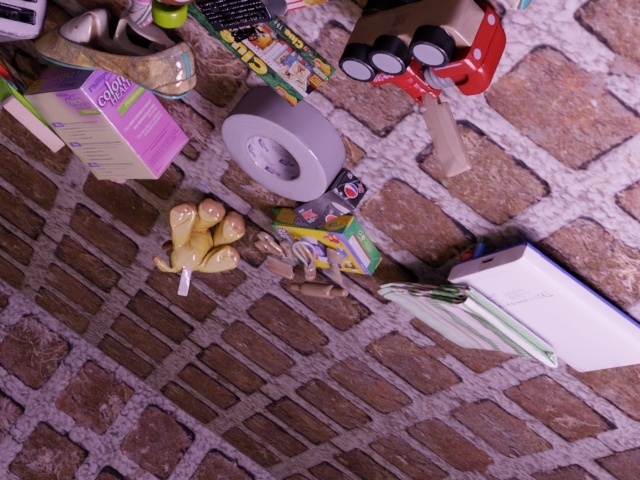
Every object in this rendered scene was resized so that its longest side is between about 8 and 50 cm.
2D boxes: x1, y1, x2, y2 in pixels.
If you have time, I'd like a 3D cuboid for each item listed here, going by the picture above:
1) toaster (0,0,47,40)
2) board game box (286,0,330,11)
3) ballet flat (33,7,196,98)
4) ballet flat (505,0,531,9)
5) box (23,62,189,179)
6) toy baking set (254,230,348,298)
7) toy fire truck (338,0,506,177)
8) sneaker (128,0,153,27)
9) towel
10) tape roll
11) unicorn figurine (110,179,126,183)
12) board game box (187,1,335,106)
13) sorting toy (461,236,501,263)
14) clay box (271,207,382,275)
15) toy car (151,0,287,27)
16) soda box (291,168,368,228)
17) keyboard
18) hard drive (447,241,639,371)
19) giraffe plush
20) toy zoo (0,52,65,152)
[{"bbox_3d":[-0.605,-0.432,2.034,0.146,0.129,0.227,5,-179,34],"label":"toaster"},{"bbox_3d":[-0.066,-0.405,1.635,0.193,0.045,0.147,-1,137,49],"label":"board game box"},{"bbox_3d":[-0.369,-0.353,2.003,0.349,0.123,0.123,21,150,25],"label":"ballet flat"},{"bbox_3d":[0.251,-0.345,1.375,0.052,0.057,0.168,39,154,11],"label":"ballet flat"},{"bbox_3d":[-0.422,-0.244,2.216,0.214,0.117,0.243,2,140,47],"label":"box"},{"bbox_3d":[-0.034,0.056,2.257,0.256,0.030,0.197,8,149,42],"label":"toy baking set"},{"bbox_3d":[0.173,-0.223,1.580,0.246,0.158,0.217,38,155,-33],"label":"toy fire truck"},{"bbox_3d":[-0.264,-0.435,1.762,0.111,0.103,0.252,40,146,-2],"label":"sneaker"},{"bbox_3d":[0.270,0.152,2.083,0.248,0.038,0.325,34,166,-21],"label":"towel"},{"bbox_3d":[-0.067,-0.169,1.993,0.219,0.072,0.219,27,153,15],"label":"tape roll"},{"bbox_3d":[-0.453,-0.169,2.449,0.111,0.060,0.162,29,169,9],"label":"unicorn figurine"},{"bbox_3d":[-0.106,-0.331,1.821,0.260,0.030,0.136,40,154,-12],"label":"board game box"},{"bbox_3d":[0.290,0.023,1.952,0.102,0.042,0.061,-2,149,39],"label":"sorting toy"},{"bbox_3d":[0.000,0.000,2.214,0.222,0.053,0.127,6,144,42],"label":"clay box"},{"bbox_3d":[-0.133,-0.375,1.572,0.188,0.149,0.155,18,140,9],"label":"toy car"},{"bbox_3d":[0.016,-0.075,2.075,0.060,0.053,0.169,42,153,-14],"label":"soda box"},{"bbox_3d":[-0.133,-0.342,1.728,0.100,0.038,0.192,49,160,-25],"label":"keyboard"},{"bbox_3d":[0.402,0.121,1.932,0.319,0.040,0.210,34,154,-18],"label":"hard drive"},{"bbox_3d":[-0.265,0.001,2.421,0.181,0.210,0.170,28,-172,-12],"label":"giraffe plush"},{"bbox_3d":[-0.634,-0.323,2.270,0.293,0.030,0.192,52,180,30],"label":"toy zoo"}]
